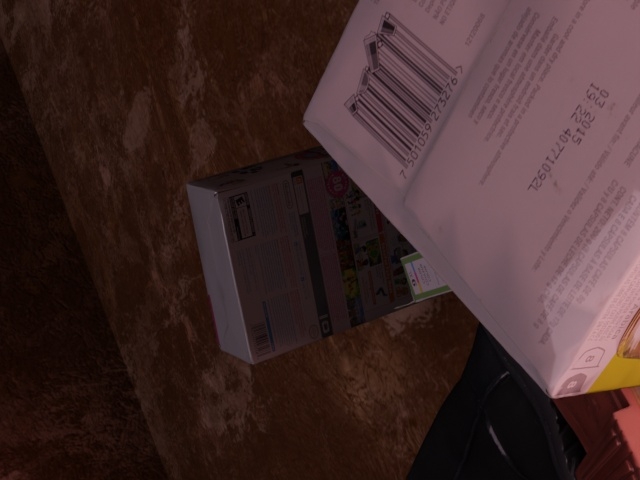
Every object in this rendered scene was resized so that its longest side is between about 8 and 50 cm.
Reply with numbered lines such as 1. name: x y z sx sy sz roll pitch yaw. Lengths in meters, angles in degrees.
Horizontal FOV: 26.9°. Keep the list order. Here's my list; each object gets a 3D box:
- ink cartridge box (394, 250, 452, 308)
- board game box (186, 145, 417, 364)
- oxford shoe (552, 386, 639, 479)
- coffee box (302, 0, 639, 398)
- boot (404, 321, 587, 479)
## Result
1. ink cartridge box: 0.172 0.026 1.622 0.209 0.109 0.062 -27 82 63
2. board game box: 0.000 0.000 1.710 0.097 0.303 0.224 15 118 58
3. oxford shoe: 0.299 0.116 1.260 0.140 0.146 0.397 113 152 -55
4. coffee box: 0.257 -0.123 1.049 0.338 0.334 0.338 50 124 35
5. boot: 0.229 0.310 1.464 0.445 0.146 0.367 108 149 -44
